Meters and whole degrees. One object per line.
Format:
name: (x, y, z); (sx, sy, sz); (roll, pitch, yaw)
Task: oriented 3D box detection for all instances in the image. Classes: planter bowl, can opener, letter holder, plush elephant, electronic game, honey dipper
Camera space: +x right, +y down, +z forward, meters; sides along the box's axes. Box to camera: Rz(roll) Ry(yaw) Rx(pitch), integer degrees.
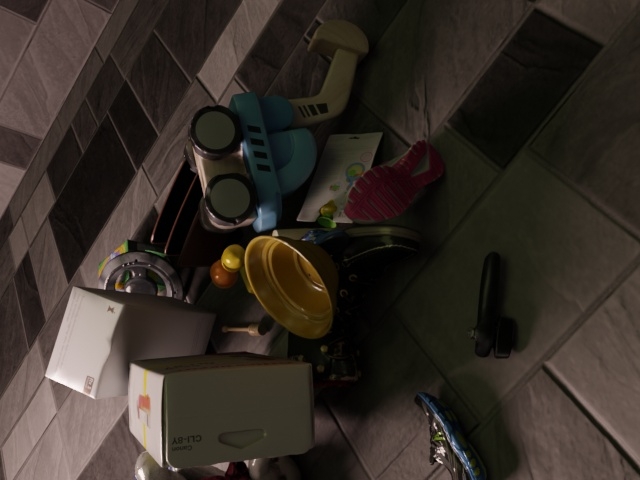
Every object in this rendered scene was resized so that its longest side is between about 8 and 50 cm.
planter bowl: (-0.033, 0.067, 1.221); (0.217, 0.090, 0.217); (27, 136, 30)
can opener: (0.290, 0.111, 1.139); (0.059, 0.073, 0.186); (112, 164, -70)
letter holder: (-0.311, -0.096, 1.666); (0.152, 0.214, 0.301); (27, 97, 14)
plush elephant: (-0.145, 0.501, 1.302); (0.255, 0.330, 0.272); (-39, 50, -10)
electronic game: (-0.490, 0.134, 1.807); (0.229, 0.229, 0.048); (-54, 15, 17)
honey dipper: (-0.190, 0.217, 1.602); (0.161, 0.031, 0.030); (-10, 69, 46)

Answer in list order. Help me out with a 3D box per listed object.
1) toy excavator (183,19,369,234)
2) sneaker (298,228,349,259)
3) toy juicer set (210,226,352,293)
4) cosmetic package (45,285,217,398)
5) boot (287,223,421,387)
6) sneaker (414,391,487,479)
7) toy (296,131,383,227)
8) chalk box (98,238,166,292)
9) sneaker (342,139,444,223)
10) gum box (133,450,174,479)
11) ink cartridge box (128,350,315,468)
toy excavator: (-0.078, -0.249, 1.472); (0.222, 0.446, 0.432); (154, 104, -74)
sneaker: (0.000, 0.000, 1.270); (0.144, 0.053, 0.059); (-26, 53, 48)
toy juicer set: (-0.114, 0.013, 1.464); (0.329, 0.209, 0.089); (-32, 63, 35)
cosmetic package: (-0.428, 0.239, 1.560); (0.156, 0.385, 0.217); (16, 86, 25)
boot: (0.050, 0.136, 1.303); (0.377, 0.138, 0.284); (-20, 61, 44)
sneaker: (0.205, 0.339, 1.123); (0.078, 0.067, 0.188); (-42, 52, 19)
toy: (0.051, -0.128, 1.442); (0.137, 0.056, 0.237); (3, 56, 31)
chalk box: (-0.532, 0.091, 1.918); (0.213, 0.132, 0.132); (-33, 54, 35)
sneaker: (0.129, -0.097, 1.278); (0.103, 0.252, 0.111); (58, 144, 0)
gum box: (-0.390, 0.569, 1.668); (0.157, 0.041, 0.184); (33, 99, 46)
ink cartridge box: (-0.208, 0.313, 1.298); (0.385, 0.279, 0.160); (167, 102, -65)
